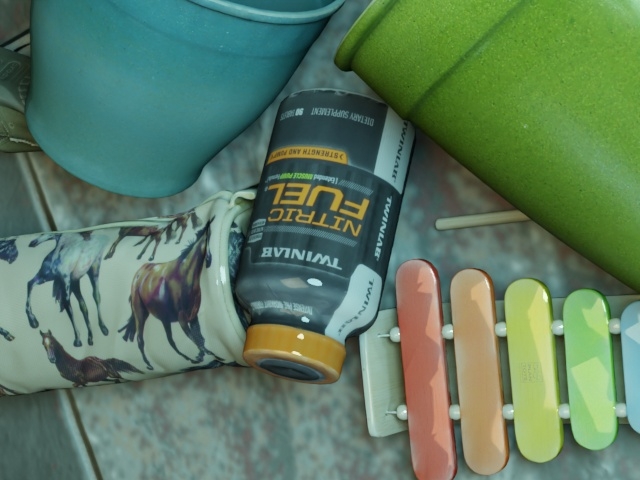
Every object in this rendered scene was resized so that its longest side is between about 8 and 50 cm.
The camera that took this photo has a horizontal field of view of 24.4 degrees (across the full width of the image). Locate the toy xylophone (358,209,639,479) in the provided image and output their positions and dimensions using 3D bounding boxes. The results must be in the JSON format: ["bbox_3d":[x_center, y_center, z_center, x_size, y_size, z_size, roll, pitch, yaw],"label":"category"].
[{"bbox_3d":[0.183,0.083,1.302,0.323,0.081,0.236,-13,88,27],"label":"toy xylophone"}]

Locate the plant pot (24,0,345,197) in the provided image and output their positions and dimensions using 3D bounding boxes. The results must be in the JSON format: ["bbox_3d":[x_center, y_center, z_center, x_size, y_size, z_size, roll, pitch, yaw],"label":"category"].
[{"bbox_3d":[-0.149,-0.187,1.357,0.272,0.272,0.255,43,125,17],"label":"plant pot"}]

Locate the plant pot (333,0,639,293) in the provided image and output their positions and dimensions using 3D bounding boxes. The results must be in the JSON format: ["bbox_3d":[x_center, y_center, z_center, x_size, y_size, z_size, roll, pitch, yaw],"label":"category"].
[{"bbox_3d":[0.262,-0.126,1.119,0.366,0.366,0.353,-42,87,24],"label":"plant pot"}]

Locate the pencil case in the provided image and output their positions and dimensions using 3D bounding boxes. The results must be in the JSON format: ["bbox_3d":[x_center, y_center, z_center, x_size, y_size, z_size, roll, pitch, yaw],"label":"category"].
[{"bbox_3d":[-0.216,0.052,1.460,0.410,0.160,0.183,-9,105,28],"label":"pencil case"}]

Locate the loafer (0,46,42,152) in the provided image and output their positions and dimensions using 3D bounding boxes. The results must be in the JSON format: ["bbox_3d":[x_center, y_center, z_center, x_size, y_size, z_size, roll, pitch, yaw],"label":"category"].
[{"bbox_3d":[-0.295,-0.135,1.535,0.251,0.094,0.087,24,139,22],"label":"loafer"}]

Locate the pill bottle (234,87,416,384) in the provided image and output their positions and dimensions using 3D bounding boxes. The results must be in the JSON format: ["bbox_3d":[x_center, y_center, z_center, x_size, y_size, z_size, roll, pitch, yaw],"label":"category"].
[{"bbox_3d":[0.000,0.000,1.310,0.131,0.130,0.245,3,69,27],"label":"pill bottle"}]
